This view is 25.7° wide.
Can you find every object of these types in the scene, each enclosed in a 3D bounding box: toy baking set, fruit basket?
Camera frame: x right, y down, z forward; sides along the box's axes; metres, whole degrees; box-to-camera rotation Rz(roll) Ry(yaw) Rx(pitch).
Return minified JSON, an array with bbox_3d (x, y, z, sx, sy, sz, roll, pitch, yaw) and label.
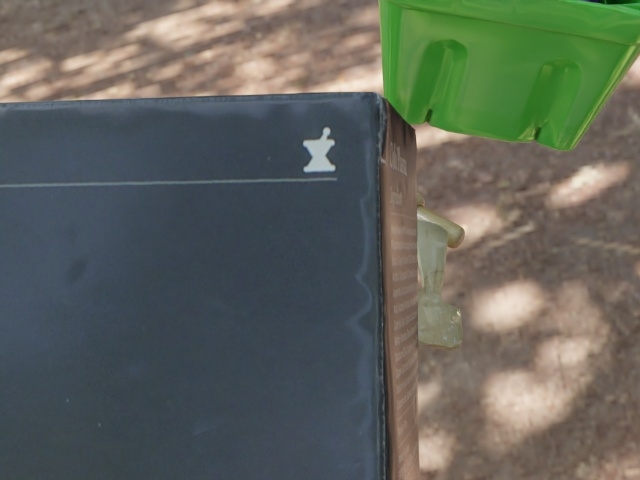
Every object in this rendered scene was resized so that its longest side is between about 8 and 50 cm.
[{"bbox_3d":[0.003,-0.003,0.928,0.256,0.030,0.197,28,33,20],"label":"toy baking set"},{"bbox_3d":[0.152,-0.313,1.180,0.283,0.392,0.392,9,28,-3],"label":"fruit basket"}]

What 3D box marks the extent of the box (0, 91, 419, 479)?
[{"bbox_3d":[-0.128,0.102,0.610,0.343,0.312,0.179,0,1,7],"label":"box"}]
